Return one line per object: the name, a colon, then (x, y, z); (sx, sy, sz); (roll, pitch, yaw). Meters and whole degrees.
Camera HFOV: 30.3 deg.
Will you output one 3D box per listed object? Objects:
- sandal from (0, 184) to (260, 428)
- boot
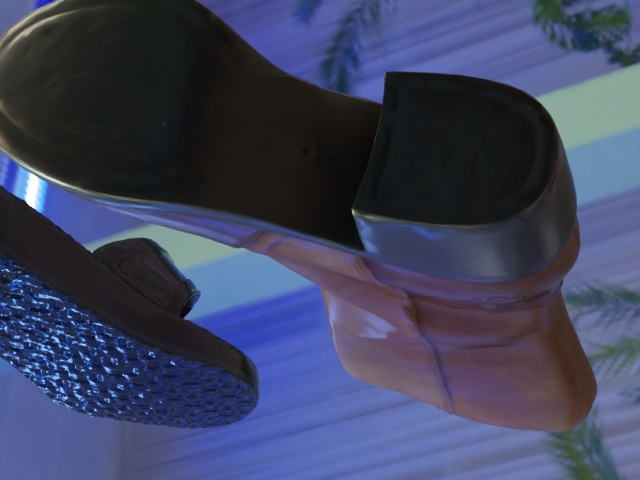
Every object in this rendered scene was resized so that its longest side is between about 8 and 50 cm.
sandal: (-0.166, 0.037, 0.858); (0.446, 0.167, 0.107); (51, -141, -56)
boot: (0.000, 0.000, 0.568); (0.280, 0.264, 0.096); (62, -142, -63)
